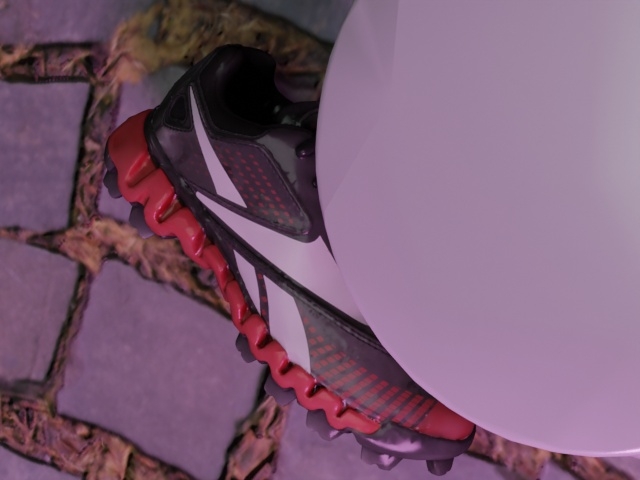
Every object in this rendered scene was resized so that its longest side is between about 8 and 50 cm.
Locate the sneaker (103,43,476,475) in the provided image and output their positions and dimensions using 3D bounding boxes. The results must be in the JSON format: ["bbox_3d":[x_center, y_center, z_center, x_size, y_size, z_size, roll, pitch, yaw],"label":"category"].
[{"bbox_3d":[0.000,0.000,0.944,0.276,0.098,0.135,49,118,19],"label":"sneaker"}]

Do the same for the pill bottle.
[{"bbox_3d":[0.173,-0.040,0.660,0.229,0.408,0.229,3,97,30],"label":"pill bottle"}]
